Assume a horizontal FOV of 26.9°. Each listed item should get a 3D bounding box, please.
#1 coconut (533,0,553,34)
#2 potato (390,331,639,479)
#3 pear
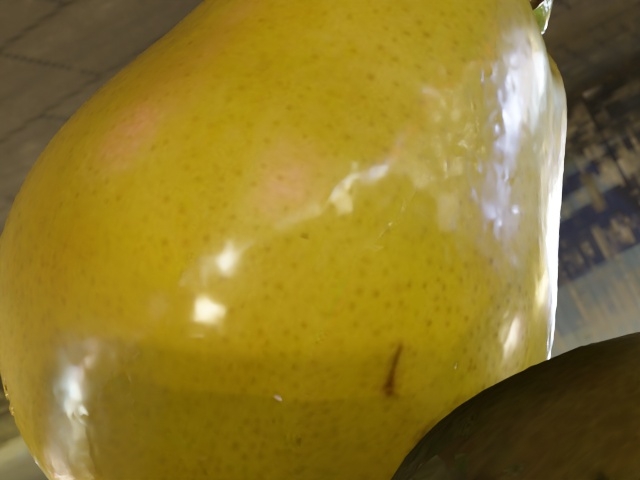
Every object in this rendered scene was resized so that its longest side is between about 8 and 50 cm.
[{"bbox_3d":[0.135,-0.183,1.010,0.096,0.087,0.088,-27,169,-7],"label":"coconut"},{"bbox_3d":[0.122,0.187,0.377,0.219,0.359,0.269,20,124,-16],"label":"potato"},{"bbox_3d":[-0.002,0.005,0.651,0.336,0.285,0.285,-56,157,21],"label":"pear"}]
